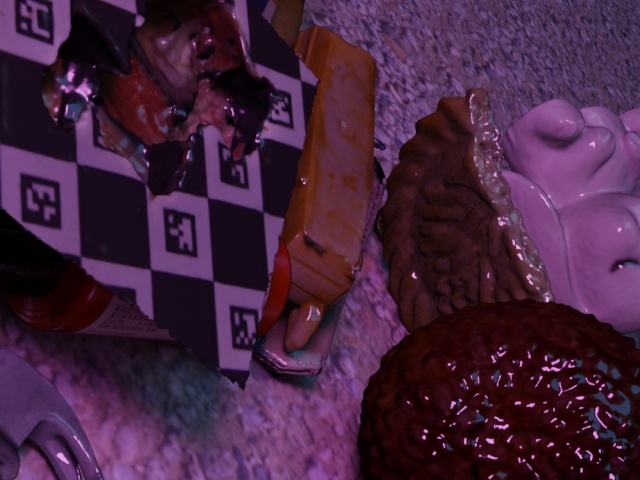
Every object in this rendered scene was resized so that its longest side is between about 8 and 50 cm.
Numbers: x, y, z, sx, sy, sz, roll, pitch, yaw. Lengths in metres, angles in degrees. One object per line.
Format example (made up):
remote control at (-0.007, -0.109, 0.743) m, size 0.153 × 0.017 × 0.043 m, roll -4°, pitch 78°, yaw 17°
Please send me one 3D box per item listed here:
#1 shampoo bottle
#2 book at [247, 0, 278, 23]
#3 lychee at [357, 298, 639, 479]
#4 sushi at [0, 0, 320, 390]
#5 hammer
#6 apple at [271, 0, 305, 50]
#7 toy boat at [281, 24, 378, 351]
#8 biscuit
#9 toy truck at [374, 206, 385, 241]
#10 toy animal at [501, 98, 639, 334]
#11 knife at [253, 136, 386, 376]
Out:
shampoo bottle at (-0.145, 0.014, 0.899) m, size 0.278 × 0.104 × 0.104 m, roll 11°, pitch 49°, yaw -51°
book at (-0.103, -0.175, 1.022) m, size 0.208 × 0.020 × 0.295 m, roll 37°, pitch 67°, yaw -60°
lychee at (0.158, 0.169, 1.023) m, size 0.260 × 0.260 × 0.260 m, roll 35°, pitch 34°, yaw -28°
sushi at (-0.129, -0.083, 0.851) m, size 0.294 × 0.059 × 0.292 m, roll 45°, pitch 44°, yaw -36°
hammer at (-0.212, 0.144, 0.731) m, size 0.159 × 0.041 × 0.226 m, roll 44°, pitch 29°, yaw -11°
apple at (-0.107, -0.296, 1.085) m, size 0.312 × 0.320 × 0.360 m, roll 61°, pitch 7°, yaw 31°
toy boat at (-0.019, -0.052, 1.103) m, size 0.089 × 0.115 × 0.310 m, roll 28°, pitch 48°, yaw -29°
biscuit at (0.124, 0.013, 1.205) m, size 0.036 × 0.187 × 0.273 m, roll -6°, pitch 71°, yaw -41°
toy truck at (0.143, 0.021, 1.293) m, size 0.098 × 0.114 × 0.227 m, roll 11°, pitch 50°, yaw -50°
toy animal at (0.331, -0.015, 1.542) m, size 0.271 × 0.206 × 0.265 m, roll -2°, pitch 67°, yaw -38°
knife at (-0.001, 0.005, 1.187) m, size 0.089 × 0.043 × 0.365 m, roll 15°, pitch 37°, yaw 2°
